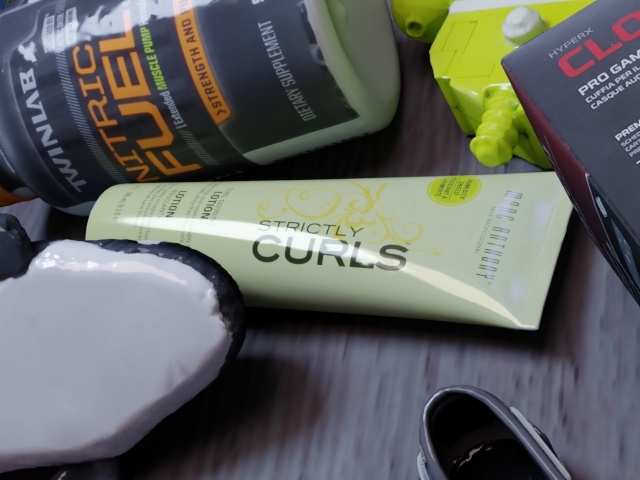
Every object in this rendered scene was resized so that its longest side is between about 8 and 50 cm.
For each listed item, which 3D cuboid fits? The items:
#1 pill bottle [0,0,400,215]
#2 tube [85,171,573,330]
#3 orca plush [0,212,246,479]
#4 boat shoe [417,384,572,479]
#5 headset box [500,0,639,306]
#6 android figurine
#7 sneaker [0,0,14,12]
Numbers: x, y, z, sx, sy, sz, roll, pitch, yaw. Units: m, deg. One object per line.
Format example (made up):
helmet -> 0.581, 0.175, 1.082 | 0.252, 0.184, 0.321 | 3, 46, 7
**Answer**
pill bottle -> -0.091, -0.089, 0.713 | 0.245, 0.130, 0.130 | -16, 43, 22
tube -> 0.000, 0.000, 0.622 | 0.240, 0.062, 0.070 | 2, 90, 29
orca plush -> -0.156, 0.073, 0.644 | 0.287, 0.151, 0.102 | -37, 1, 17
boat shoe -> 0.072, 0.132, 0.432 | 0.075, 0.065, 0.206 | -26, 40, 9
headset box -> 0.207, -0.021, 0.412 | 0.218, 0.110, 0.293 | -31, 40, 6
android figurine -> 0.153, -0.136, 0.658 | 0.248, 0.056, 0.273 | 2, 50, 35
sneaker -> -0.123, -0.188, 0.875 | 0.296, 0.112, 0.131 | 10, 40, 37
